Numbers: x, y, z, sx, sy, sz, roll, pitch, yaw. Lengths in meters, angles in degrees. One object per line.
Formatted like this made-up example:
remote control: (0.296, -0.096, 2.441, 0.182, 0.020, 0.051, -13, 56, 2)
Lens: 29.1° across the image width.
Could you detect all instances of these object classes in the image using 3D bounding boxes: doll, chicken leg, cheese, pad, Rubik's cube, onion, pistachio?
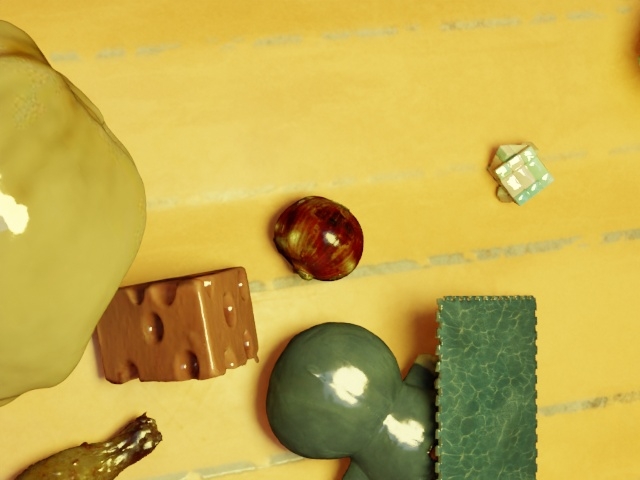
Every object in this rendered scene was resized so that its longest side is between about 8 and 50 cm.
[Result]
doll: (0.052, 0.220, 1.567, 0.258, 0.154, 0.228, 33, 83, -5)
chicken leg: (-0.306, 0.353, 1.492, 0.177, 0.083, 0.322, 15, 85, -23)
cheese: (-0.188, 0.112, 1.497, 0.177, 0.203, 0.128, -10, 92, 13)
pad: (0.218, 0.202, 1.591, 0.270, 0.012, 0.268, 1, 89, -54)
Rubik's cube: (0.268, -0.095, 1.672, 0.075, 0.073, 0.084, -21, 98, 1)
onion: (0.000, 0.000, 1.574, 0.117, 0.118, 0.118, 23, 82, -18)
pistachio: (-0.379, -0.027, 1.395, 0.365, 0.281, 0.445, -1, 103, -18)

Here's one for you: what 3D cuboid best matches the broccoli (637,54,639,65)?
broccoli: (0.607, -0.256, 1.657, 0.348, 0.293, 0.280, -23, 95, -15)
